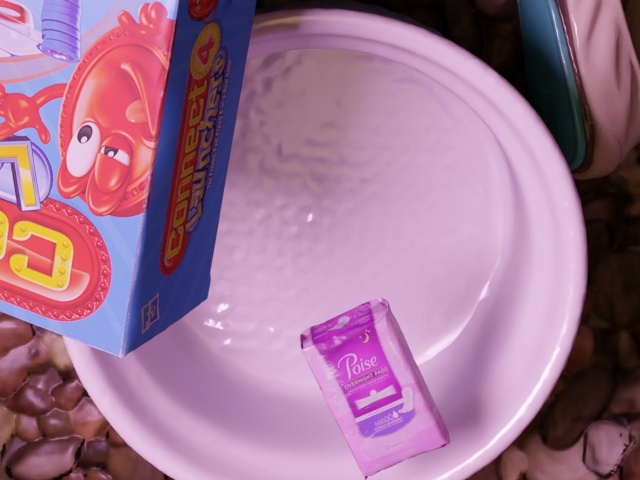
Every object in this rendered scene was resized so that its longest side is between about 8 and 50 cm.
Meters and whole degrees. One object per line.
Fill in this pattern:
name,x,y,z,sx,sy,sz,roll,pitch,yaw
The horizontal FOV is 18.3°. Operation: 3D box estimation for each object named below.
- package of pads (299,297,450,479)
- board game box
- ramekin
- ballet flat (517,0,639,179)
package of pads,0.028,0.076,1.016,0.050,0.032,0.083,-24,105,4
board game box,-0.182,-0.139,0.934,0.308,0.086,0.302,19,115,18
ramekin,0.000,0.000,1.081,0.277,0.135,0.277,0,106,1
ballet flat,0.137,-0.157,1.072,0.086,0.086,0.248,-12,108,4
